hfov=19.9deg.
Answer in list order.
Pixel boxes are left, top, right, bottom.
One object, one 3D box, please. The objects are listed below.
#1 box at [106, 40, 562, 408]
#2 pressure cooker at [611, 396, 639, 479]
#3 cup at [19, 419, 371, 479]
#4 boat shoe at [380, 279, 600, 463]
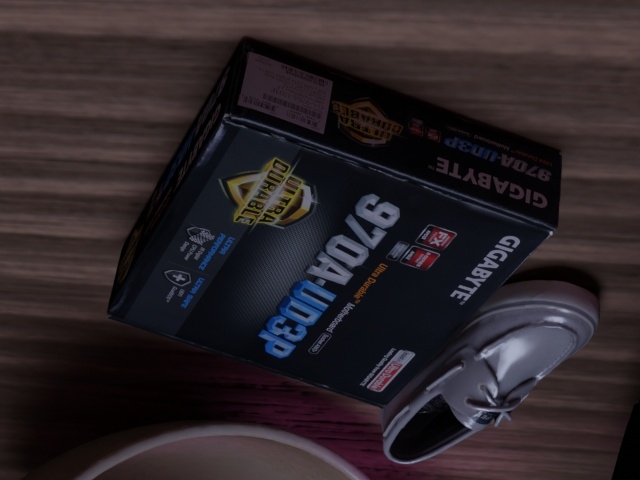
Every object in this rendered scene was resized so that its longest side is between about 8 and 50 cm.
[{"bbox_3d":[0.000,0.000,0.960,0.175,0.051,0.220,19,146,-14],"label":"box"},{"bbox_3d":[0.360,0.263,0.953,0.420,0.376,0.370,5,-172,3],"label":"pressure cooker"},{"bbox_3d":[-0.123,0.268,1.208,0.331,0.331,0.237,29,169,-27],"label":"cup"},{"bbox_3d":[0.091,0.080,1.046,0.066,0.063,0.184,29,143,-26],"label":"boat shoe"}]
